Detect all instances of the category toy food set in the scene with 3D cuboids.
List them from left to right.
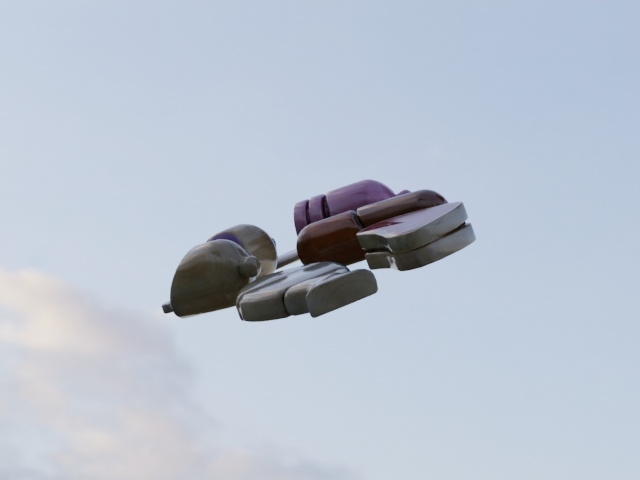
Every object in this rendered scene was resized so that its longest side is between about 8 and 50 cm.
[{"bbox_3d":[0.000,0.000,0.448,0.078,0.019,0.122,-22,7,-27],"label":"toy food set"}]
